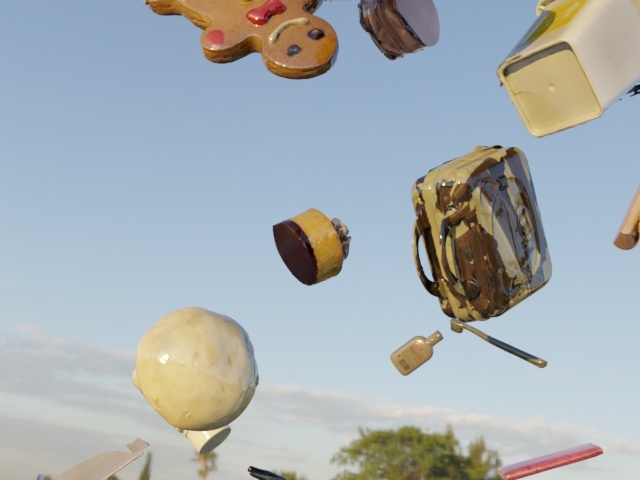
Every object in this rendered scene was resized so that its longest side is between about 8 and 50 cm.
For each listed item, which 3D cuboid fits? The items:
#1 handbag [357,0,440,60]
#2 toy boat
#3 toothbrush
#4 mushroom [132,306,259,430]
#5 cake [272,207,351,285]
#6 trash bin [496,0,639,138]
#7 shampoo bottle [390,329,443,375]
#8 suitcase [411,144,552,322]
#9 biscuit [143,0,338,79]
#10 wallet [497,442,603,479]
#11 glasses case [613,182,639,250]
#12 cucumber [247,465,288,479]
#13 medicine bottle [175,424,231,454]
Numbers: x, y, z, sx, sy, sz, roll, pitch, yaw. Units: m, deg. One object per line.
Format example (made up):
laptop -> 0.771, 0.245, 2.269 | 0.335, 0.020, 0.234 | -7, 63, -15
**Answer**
handbag -> 0.205, -0.569, 2.061 | 0.116, 0.179, 0.205 | -15, -49, 42
toy boat -> -0.544, 0.533, 1.770 | 0.219, 0.318, 0.072 | 4, -50, 41
toothbrush -> 0.437, 0.255, 1.993 | 0.030, 0.031, 0.297 | -15, 24, -37
mushroom -> -0.327, 0.320, 1.924 | 0.314, 0.315, 0.336 | 22, -34, -36
cake -> 0.000, 0.000, 2.071 | 0.185, 0.178, 0.208 | 31, -34, 48
trash bin -> 0.556, -0.369, 1.675 | 0.255, 0.367, 0.296 | -13, -67, 47
shampoo bottle -> 0.283, 0.318, 2.322 | 0.165, 0.080, 0.040 | -40, -9, 16
suitcase -> 0.320, -0.009, 1.709 | 0.339, 0.352, 0.193 | -26, 14, -40
biscuit -> -0.129, -0.449, 1.549 | 0.432, 0.283, 0.064 | 43, -23, 30
wallet -> 0.534, 0.515, 1.871 | 0.232, 0.025, 0.119 | -17, -11, 2
glasses case -> 0.710, -0.074, 1.732 | 0.070, 0.194, 0.102 | 26, -15, 15
cucumber -> -0.108, 0.560, 1.875 | 0.134, 0.034, 0.033 | 33, 2, -12
medicine bottle -> -0.371, 0.492, 2.327 | 0.237, 0.139, 0.139 | 46, -7, 21
